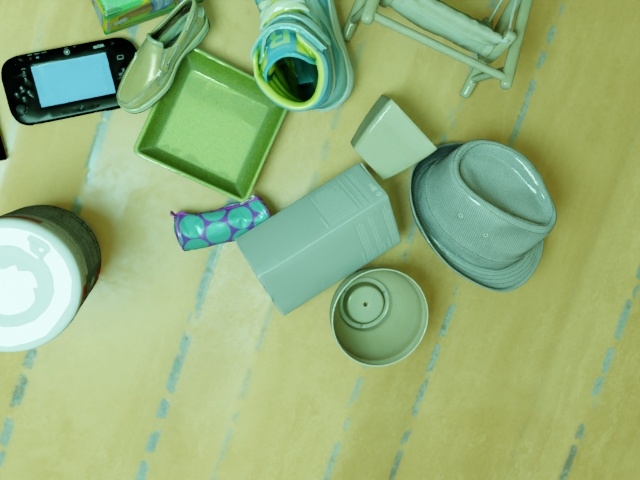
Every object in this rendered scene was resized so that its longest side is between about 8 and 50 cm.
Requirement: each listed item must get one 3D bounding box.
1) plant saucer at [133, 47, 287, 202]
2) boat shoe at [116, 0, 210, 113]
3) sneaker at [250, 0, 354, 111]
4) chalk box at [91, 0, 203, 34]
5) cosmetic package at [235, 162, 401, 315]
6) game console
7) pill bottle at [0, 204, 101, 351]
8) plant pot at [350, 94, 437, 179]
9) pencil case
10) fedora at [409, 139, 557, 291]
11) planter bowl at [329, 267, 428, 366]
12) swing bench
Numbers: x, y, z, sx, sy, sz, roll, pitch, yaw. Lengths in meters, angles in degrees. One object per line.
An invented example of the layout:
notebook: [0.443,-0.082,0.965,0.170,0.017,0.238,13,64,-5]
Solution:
plant saucer: [-0.168,-0.180,0.991,0.188,0.045,0.188,24,86,-13]
boat shoe: [-0.237,-0.273,0.914,0.068,0.072,0.190,31,83,8]
sneaker: [-0.050,-0.332,0.907,0.127,0.208,0.319,-20,103,21]
chalk box: [-0.234,-0.401,0.902,0.213,0.132,0.132,-25,101,-14]
cosmetic package: [0.000,0.000,1.008,0.238,0.107,0.127,-29,140,-5]
game console: [-0.449,-0.235,0.934,0.361,0.044,0.213,-14,101,-10]
pill bottle: [-0.389,0.035,0.861,0.161,0.283,0.161,-2,98,-12]
plant pot: [0.110,-0.162,1.032,0.096,0.109,0.109,-44,104,10]
pencil case: [-0.158,-0.029,1.013,0.152,0.064,0.070,-14,117,-10]
fedora: [0.282,-0.061,1.022,0.275,0.124,0.244,44,62,1]
planter bowl: [0.086,0.118,1.061,0.162,0.109,0.162,-1,98,-11]
swing bench: [0.203,-0.394,0.983,0.253,0.165,0.254,21,93,-13]
